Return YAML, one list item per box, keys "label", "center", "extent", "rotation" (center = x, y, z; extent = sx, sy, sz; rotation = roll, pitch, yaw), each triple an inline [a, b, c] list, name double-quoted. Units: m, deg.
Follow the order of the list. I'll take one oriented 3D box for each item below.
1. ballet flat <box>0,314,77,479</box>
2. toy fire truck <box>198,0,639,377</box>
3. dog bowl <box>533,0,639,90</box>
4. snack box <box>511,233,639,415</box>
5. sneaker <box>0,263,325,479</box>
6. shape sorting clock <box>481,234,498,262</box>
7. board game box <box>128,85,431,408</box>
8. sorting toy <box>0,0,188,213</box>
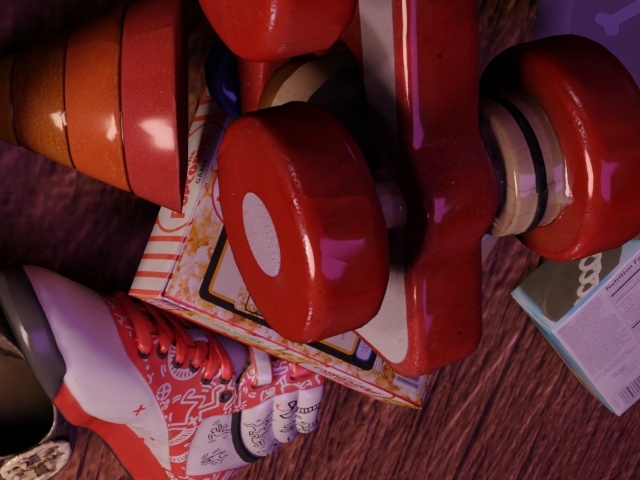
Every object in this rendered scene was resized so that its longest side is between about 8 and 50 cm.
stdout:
- label: "ballet flat"
  center: [-0.201, 0.076, 0.759]
  extent: [0.084, 0.058, 0.249]
  rotation: [-30, 137, -15]
- label: "toy fire truck"
  center: [0.010, -0.105, 0.593]
  extent: [0.169, 0.254, 0.302]
  rotation: [-17, 120, -20]
- label: "dog bowl"
  center: [0.219, -0.201, 0.699]
  extent: [0.349, 0.102, 0.348]
  rotation: [17, 90, -71]
- label: "snack box"
  center: [0.323, -0.011, 1.100]
  extent: [0.322, 0.060, 0.187]
  rotation: [-44, 139, 0]
- label: "sneaker"
  center: [-0.086, 0.068, 0.808]
  extent: [0.145, 0.090, 0.270]
  rotation: [-28, 143, -2]
- label: "shape sorting clock"
  center: [0.040, -0.019, 0.884]
  extent: [0.206, 0.040, 0.206]
  rotation: [-16, 126, -23]
- label: "board game box"
  center: [0.000, 0.000, 0.779]
  extent: [0.194, 0.045, 0.146]
  rotation: [27, 76, -30]
- label: "sorting toy"
  center: [-0.131, -0.172, 0.602]
  extent: [0.126, 0.127, 0.365]
  rotation: [-1, 127, -1]
